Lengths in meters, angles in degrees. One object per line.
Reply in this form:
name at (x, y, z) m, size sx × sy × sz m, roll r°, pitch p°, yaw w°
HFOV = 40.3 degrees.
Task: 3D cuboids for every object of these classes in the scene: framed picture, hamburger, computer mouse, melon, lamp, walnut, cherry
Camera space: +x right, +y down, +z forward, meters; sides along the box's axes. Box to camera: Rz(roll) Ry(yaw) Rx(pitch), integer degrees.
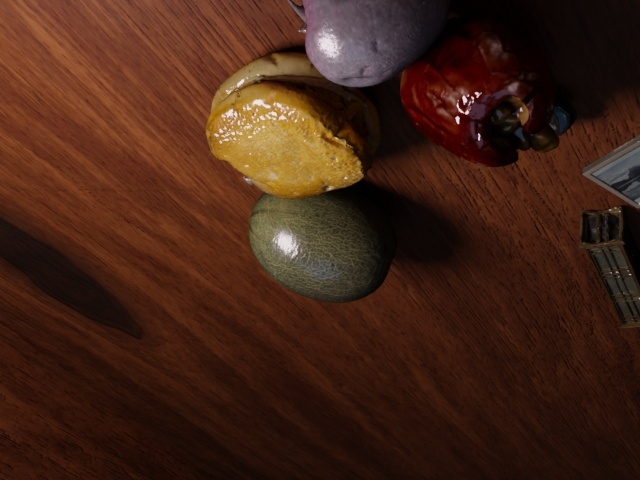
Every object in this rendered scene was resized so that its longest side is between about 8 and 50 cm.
framed picture at (0.592, -0.133, 1.551) m, size 0.150 × 0.015 × 0.203 m, roll 28°, pitch 145°, yaw -21°
hamburger at (-0.052, -0.193, 1.558) m, size 0.314 × 0.170 × 0.290 m, roll -15°, pitch 134°, yaw 39°
computer mouse at (0.373, -0.216, 1.479) m, size 0.135 × 0.047 × 0.079 m, roll -5°, pitch 132°, yaw 45°
melon at (0.000, 0.000, 1.767) m, size 0.301 × 0.238 × 0.237 m, roll 19°, pitch 147°, yaw 0°
lamp at (0.611, 0.061, 1.770) m, size 0.090 × 0.089 × 0.325 m, roll -8°, pitch 142°, yaw 31°
walnut at (0.254, -0.214, 1.330) m, size 0.243 × 0.269 × 0.222 m, roll 33°, pitch 111°, yaw -35°
cherry at (0.065, -0.334, 1.273) m, size 0.265 × 0.214 × 0.183 m, roll -11°, pitch 175°, yaw 21°
